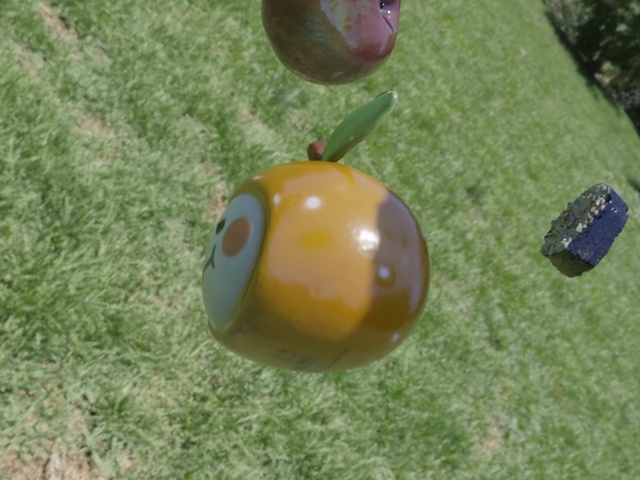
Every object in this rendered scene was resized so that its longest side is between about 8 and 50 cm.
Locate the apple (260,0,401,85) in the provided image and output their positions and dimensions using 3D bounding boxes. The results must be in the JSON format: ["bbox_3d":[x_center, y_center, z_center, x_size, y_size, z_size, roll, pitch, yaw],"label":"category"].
[{"bbox_3d":[0.025,-0.442,1.415,0.306,0.235,0.305,4,90,-65],"label":"apple"}]

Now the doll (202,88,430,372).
[{"bbox_3d":[0.000,0.000,0.688,0.213,0.214,0.235,32,57,-42],"label":"doll"}]

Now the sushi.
[{"bbox_3d":[0.414,-0.018,1.187,0.078,0.150,0.090,42,-6,-13],"label":"sushi"}]
